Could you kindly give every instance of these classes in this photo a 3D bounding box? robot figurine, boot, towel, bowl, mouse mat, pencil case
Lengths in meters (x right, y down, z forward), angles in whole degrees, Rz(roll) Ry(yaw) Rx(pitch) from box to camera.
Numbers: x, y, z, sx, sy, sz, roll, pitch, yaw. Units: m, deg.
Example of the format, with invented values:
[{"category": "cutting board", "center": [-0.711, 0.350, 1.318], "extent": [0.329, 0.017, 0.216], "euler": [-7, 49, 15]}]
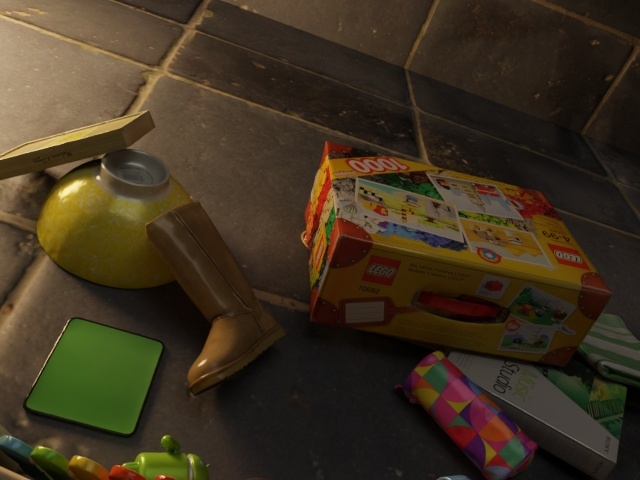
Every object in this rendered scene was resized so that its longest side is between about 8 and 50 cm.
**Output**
[{"category": "robot figurine", "center": [-0.192, 0.299, 0.816], "extent": [0.115, 0.067, 0.101], "euler": [10, 52, -23]}, {"category": "boot", "center": [-0.192, 0.083, 1.021], "extent": [0.269, 0.089, 0.236], "euler": [55, 25, 2]}, {"category": "towel", "center": [0.613, 0.216, 1.395], "extent": [0.248, 0.038, 0.325], "euler": [17, 19, -11]}, {"category": "bowl", "center": [-0.341, -0.068, 1.161], "extent": [0.290, 0.156, 0.289], "euler": [16, 34, -11]}, {"category": "mouse mat", "center": [-0.318, 0.191, 0.946], "extent": [0.153, 0.007, 0.189], "euler": [18, 32, -9]}, {"category": "pencil case", "center": [0.239, 0.290, 1.077], "extent": [0.104, 0.104, 0.236], "euler": [-15, 48, -44]}]

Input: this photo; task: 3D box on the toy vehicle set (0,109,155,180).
[{"category": "toy vehicle set", "center": [-0.449, -0.172, 1.186], "extent": [0.267, 0.035, 0.166], "euler": [-13, 20, 9]}]

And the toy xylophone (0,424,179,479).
[{"category": "toy xylophone", "center": [-0.229, 0.267, 0.669], "extent": [0.323, 0.236, 0.081], "euler": [17, 52, 9]}]

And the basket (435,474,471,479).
[{"category": "basket", "center": [0.130, 0.417, 0.645], "extent": [0.201, 0.288, 0.254], "euler": [10, 32, -29]}]

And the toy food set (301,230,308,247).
[{"category": "toy food set", "center": [0.000, 0.000, 1.402], "extent": [0.083, 0.020, 0.083], "euler": [31, 33, 10]}]

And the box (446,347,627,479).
[{"category": "box", "center": [0.393, 0.270, 1.213], "extent": [0.322, 0.058, 0.232], "euler": [29, 33, 15]}]

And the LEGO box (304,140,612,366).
[{"category": "LEGO box", "center": [0.232, 0.018, 1.285], "extent": [0.501, 0.193, 0.372], "euler": [11, 32, -11]}]

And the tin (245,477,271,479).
[{"category": "tin", "center": [-0.100, 0.371, 0.802], "extent": [0.106, 0.040, 0.190], "euler": [35, 35, 24]}]
